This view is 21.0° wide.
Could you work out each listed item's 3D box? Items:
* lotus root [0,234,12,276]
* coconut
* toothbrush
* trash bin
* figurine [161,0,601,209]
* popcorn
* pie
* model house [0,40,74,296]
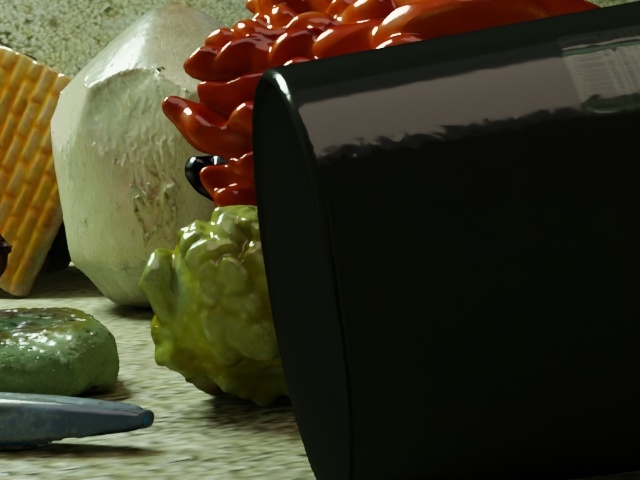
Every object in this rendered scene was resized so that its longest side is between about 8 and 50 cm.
[{"bbox_3d":[-0.347,0.009,1.048,0.342,0.151,0.169,-9,8,-33],"label":"lotus root"},{"bbox_3d":[-0.108,-0.066,1.335,0.224,0.234,0.224,-7,10,1],"label":"coconut"},{"bbox_3d":[-0.280,0.083,0.845,0.413,0.042,0.035,1,5,12],"label":"toothbrush"},{"bbox_3d":[0.151,-0.003,0.692,0.333,0.214,0.214,-11,7,-9],"label":"trash bin"},{"bbox_3d":[0.063,-0.029,1.088,0.306,0.241,0.412,24,-11,5],"label":"figurine"},{"bbox_3d":[-0.034,0.040,0.905,0.116,0.121,0.106,-34,62,-32],"label":"popcorn"},{"bbox_3d":[-0.203,0.066,0.964,0.187,0.041,0.187,-1,6,0],"label":"pie"},{"bbox_3d":[-0.243,-0.046,1.538,0.237,0.202,0.237,27,1,-40],"label":"model house"}]
